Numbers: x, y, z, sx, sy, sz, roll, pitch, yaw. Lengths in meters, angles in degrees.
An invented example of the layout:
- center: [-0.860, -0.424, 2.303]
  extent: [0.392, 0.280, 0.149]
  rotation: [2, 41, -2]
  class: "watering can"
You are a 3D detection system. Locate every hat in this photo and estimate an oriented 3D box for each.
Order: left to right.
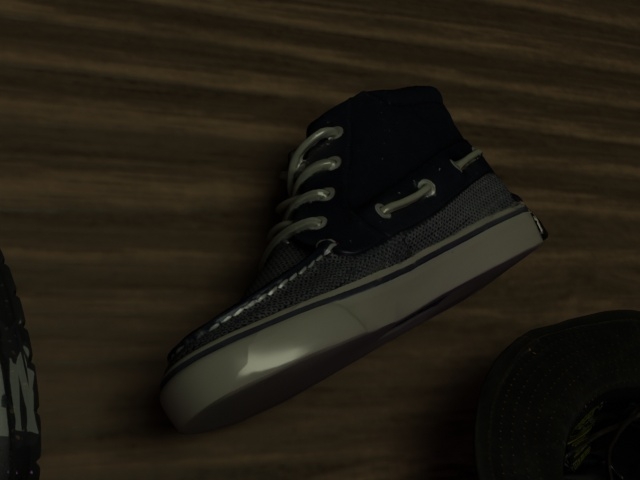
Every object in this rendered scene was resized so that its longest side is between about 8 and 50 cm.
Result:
- center: [0.232, 0.215, 0.841]
  extent: [0.331, 0.134, 0.331]
  rotation: [14, 46, -15]
  class: "hat"

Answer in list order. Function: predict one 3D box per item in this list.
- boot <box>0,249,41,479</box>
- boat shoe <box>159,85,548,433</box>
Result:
- center: [-0.298, 0.017, 0.627]
  extent: [0.223, 0.118, 0.338]
  rotation: [-18, 68, -33]
  class: "boot"
- center: [0.000, 0.000, 0.812]
  extent: [0.340, 0.127, 0.158]
  rotation: [-22, 75, -45]
  class: "boat shoe"
